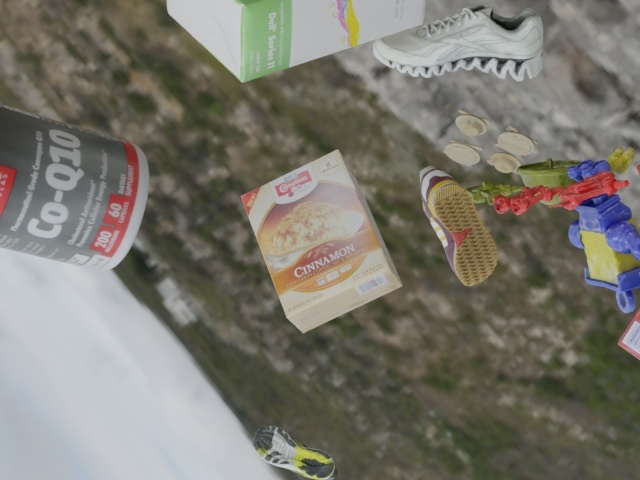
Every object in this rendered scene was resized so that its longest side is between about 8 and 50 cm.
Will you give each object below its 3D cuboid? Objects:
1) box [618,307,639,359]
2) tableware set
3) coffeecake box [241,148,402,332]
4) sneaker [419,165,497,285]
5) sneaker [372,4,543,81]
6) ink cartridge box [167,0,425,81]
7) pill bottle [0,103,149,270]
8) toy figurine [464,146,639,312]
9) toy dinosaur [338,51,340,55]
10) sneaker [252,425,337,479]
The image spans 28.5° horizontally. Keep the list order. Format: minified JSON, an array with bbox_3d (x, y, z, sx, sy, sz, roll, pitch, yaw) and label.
[{"bbox_3d":[0.544,0.149,1.545,0.300,0.154,0.142,35,-170,31],"label":"box"},{"bbox_3d":[0.286,-0.160,2.137,0.141,0.020,0.168,20,156,2],"label":"tableware set"},{"bbox_3d":[0.000,0.000,1.594,0.185,0.142,0.068,68,-172,27],"label":"coffeecake box"},{"bbox_3d":[0.188,-0.022,1.732,0.084,0.070,0.185,-120,6,-54],"label":"sneaker"},{"bbox_3d":[0.234,-0.343,2.128,0.110,0.292,0.118,-91,1,-50],"label":"sneaker"},{"bbox_3d":[-0.001,-0.346,1.647,0.207,0.353,0.119,46,147,39],"label":"ink cartridge box"},{"bbox_3d":[-0.356,-0.071,1.447,0.283,0.161,0.161,15,-166,-30],"label":"pill bottle"},{"bbox_3d":[0.362,0.005,1.741,0.217,0.191,0.362,68,167,-9],"label":"toy figurine"},{"bbox_3d":[0.023,-0.373,1.804,0.112,0.211,0.064,33,135,-11],"label":"toy dinosaur"},{"bbox_3d":[-0.022,0.188,1.088,0.083,0.031,0.035,24,164,28],"label":"sneaker"}]
